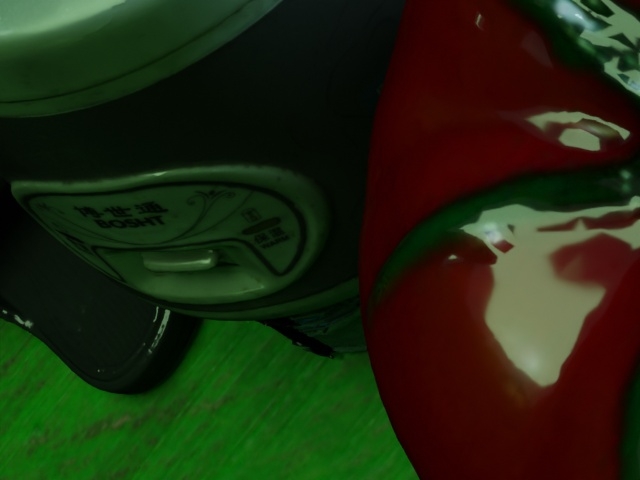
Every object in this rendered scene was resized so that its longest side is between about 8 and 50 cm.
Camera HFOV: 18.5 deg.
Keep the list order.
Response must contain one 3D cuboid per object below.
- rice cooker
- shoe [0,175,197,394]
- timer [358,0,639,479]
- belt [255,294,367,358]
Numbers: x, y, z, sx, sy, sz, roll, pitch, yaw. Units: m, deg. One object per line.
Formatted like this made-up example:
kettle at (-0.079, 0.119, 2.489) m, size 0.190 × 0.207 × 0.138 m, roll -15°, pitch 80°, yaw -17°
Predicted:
rice cooker at (-0.052, -0.130, 0.860) m, size 0.288 × 0.277 × 0.288 m, roll -14°, pitch 53°, yaw 20°
shoe at (-0.167, -0.008, 1.083) m, size 0.241 × 0.093 × 0.108 m, roll 39°, pitch 101°, yaw 37°
timer at (0.198, -0.014, 0.681) m, size 0.378 × 0.279 × 0.378 m, roll -12°, pitch 70°, yaw 37°
belt at (0.000, 0.000, 0.970) m, size 0.140 × 0.058 × 0.105 m, roll 14°, pitch 81°, yaw 39°
